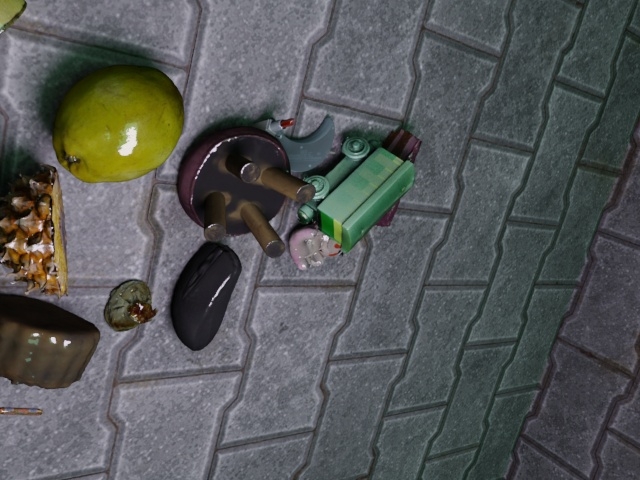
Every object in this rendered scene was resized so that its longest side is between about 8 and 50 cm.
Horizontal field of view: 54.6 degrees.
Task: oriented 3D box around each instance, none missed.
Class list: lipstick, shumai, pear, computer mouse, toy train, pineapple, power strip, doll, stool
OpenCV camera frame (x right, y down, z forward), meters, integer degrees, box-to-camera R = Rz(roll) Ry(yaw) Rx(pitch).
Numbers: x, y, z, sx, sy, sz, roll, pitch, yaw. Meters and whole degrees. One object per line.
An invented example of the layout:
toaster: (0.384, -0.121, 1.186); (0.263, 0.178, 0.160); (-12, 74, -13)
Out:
lipstick: (-0.105, -0.259, 1.412); (0.030, 0.129, 0.030); (30, 63, -42)
shumai: (-0.416, 0.159, 1.386); (0.099, 0.087, 0.124); (15, 102, -43)
pear: (-0.373, -0.218, 1.162); (0.269, 0.212, 0.212); (-48, 134, -34)
computer mouse: (-0.282, 0.131, 1.445); (0.086, 0.137, 0.270); (11, 104, -51)
toy train: (0.084, -0.125, 1.555); (0.301, 0.202, 0.120); (-44, 157, -22)
pineapple: (-0.601, -0.005, 1.096); (0.271, 0.262, 0.263); (-4, 114, -18)
power strip: (-0.042, -0.237, 1.531); (0.216, 0.044, 0.137); (-6, 114, -37)
doll: (0.000, 0.000, 1.643); (0.192, 0.095, 0.149); (-15, 125, -35)
stool: (-0.163, -0.101, 1.380); (0.272, 0.178, 0.272); (-16, 128, -22)

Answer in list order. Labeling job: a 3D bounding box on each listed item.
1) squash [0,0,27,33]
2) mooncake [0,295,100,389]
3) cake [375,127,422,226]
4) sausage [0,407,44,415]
squash: (-0.586, -0.430, 0.944); (0.132, 0.132, 0.247); (-46, 132, -13)
mooncake: (-0.554, 0.196, 1.199); (0.228, 0.228, 0.124); (19, 94, -42)
cake: (0.182, -0.162, 1.703); (0.112, 0.116, 0.295); (21, 99, -47)
sausage: (-0.649, 0.371, 1.345); (0.100, 0.015, 0.015); (18, 98, -43)
